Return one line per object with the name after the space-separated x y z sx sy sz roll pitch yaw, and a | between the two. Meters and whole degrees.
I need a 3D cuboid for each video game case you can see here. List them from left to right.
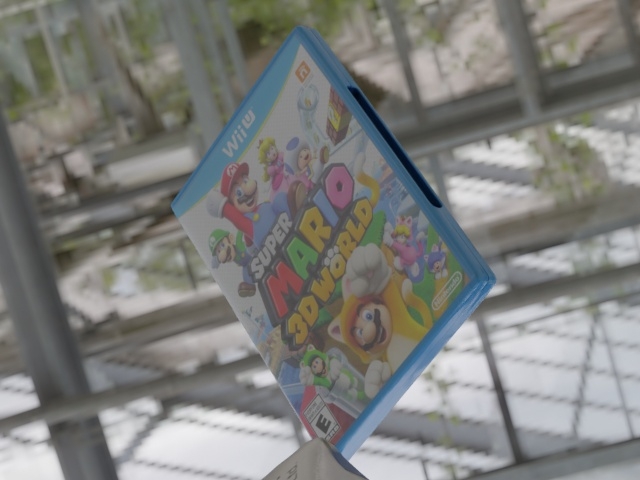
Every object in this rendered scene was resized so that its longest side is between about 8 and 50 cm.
0.000 0.000 0.812 0.015 0.166 0.119 6 130 -44 | video game case

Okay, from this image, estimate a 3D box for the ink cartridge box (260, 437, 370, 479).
-0.092 0.278 0.513 0.395 0.151 0.270 -39 -160 17 | ink cartridge box
